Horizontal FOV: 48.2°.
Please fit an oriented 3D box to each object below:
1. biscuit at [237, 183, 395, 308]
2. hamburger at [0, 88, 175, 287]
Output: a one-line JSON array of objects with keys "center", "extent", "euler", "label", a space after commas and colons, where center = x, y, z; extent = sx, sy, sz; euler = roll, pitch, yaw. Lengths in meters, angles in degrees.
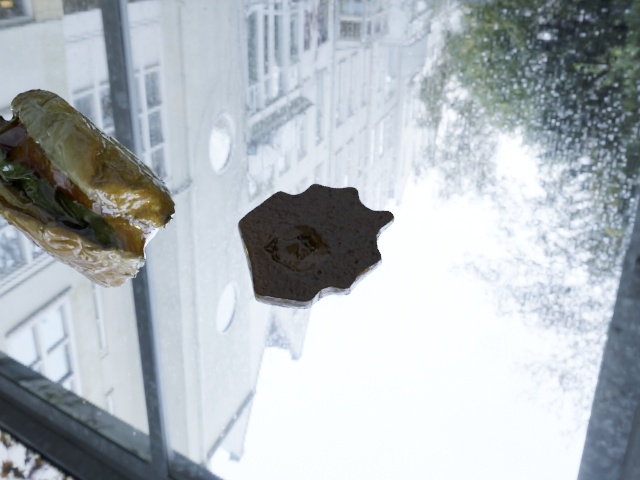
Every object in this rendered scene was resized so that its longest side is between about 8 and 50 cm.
[{"center": [0.000, 0.001, 0.987], "extent": [0.215, 0.034, 0.182], "euler": [-16, -118, -1], "label": "biscuit"}, {"center": [-0.328, -0.081, 0.909], "extent": [0.209, 0.162, 0.330], "euler": [39, -178, -31], "label": "hamburger"}]
